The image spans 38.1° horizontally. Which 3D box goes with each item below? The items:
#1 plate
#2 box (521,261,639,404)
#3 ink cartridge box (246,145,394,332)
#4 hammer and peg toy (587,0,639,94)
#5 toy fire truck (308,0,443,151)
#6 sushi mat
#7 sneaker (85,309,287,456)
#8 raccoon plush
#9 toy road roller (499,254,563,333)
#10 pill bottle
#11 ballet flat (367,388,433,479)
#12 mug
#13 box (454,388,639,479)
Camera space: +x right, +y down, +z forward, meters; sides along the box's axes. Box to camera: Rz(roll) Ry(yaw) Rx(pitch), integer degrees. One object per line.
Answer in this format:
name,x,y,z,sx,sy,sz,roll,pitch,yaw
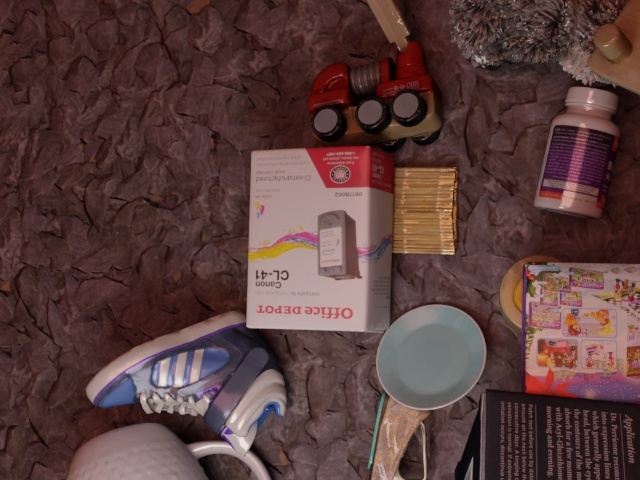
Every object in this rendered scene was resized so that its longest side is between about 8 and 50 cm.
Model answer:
plate,0.184,0.194,1.534,0.188,0.024,0.188,-11,57,18
box,0.419,0.132,1.242,0.293,0.057,0.200,1,82,9
ink cartridge box,0.000,0.000,1.571,0.226,0.131,0.306,0,85,22
hammer and peg toy,0.539,-0.253,1.159,0.266,0.127,0.361,-55,48,6
toy fire truck,0.085,-0.290,1.579,0.217,0.158,0.246,-8,72,22
sushi mat,0.085,-0.054,1.620,0.317,0.019,0.151,2,88,22
sneaker,-0.218,0.282,1.610,0.323,0.130,0.236,-24,69,-13
raccoon plush,0.338,-0.372,1.339,0.299,0.446,0.216,17,79,35
toy road roller,0.447,0.116,1.375,0.240,0.202,0.329,-45,77,1
pill bottle,0.406,-0.136,1.449,0.108,0.108,0.193,13,92,22
ballet flat,0.117,0.405,1.536,0.106,0.107,0.315,15,93,9
mug,-0.260,0.486,1.613,0.374,0.276,0.328,-17,66,-10
box,0.388,0.366,1.228,0.396,0.293,0.212,6,57,3
